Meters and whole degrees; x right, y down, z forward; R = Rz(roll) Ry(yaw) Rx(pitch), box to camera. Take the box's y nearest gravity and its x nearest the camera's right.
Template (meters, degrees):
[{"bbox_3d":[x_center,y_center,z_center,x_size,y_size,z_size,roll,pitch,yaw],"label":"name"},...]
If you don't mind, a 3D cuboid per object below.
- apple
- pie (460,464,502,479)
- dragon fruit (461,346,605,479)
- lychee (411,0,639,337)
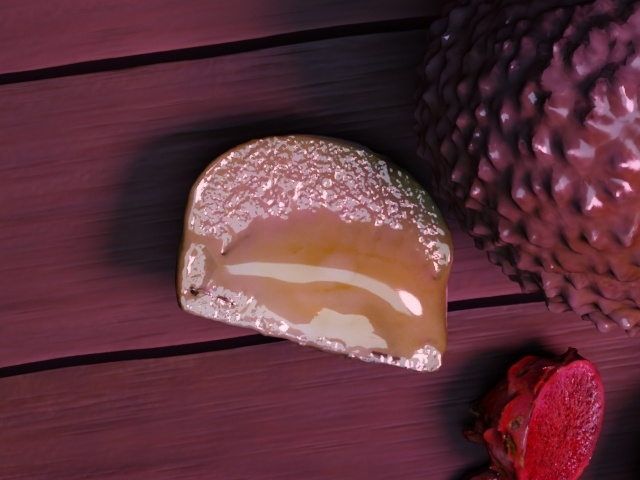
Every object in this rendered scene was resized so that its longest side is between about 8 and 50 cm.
[{"bbox_3d":[0.000,0.000,1.590,0.265,0.120,0.193,14,94,-10],"label":"apple"},{"bbox_3d":[0.193,0.290,1.734,0.153,0.038,0.153,-1,111,-2],"label":"pie"},{"bbox_3d":[0.194,0.166,1.668,0.111,0.153,0.153,16,111,34],"label":"dragon fruit"},{"bbox_3d":[0.278,-0.108,1.445,0.380,0.380,0.432,-34,119,7],"label":"lychee"}]
